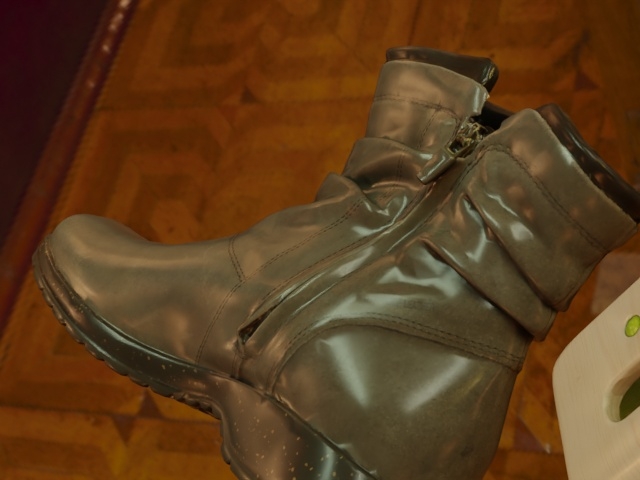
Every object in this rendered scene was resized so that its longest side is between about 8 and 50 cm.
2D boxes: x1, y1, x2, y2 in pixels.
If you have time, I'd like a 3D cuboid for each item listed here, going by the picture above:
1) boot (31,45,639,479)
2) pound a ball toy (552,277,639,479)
[{"bbox_3d":[0.000,0.000,0.468,0.246,0.083,0.161,30,90,45],"label":"boot"},{"bbox_3d":[0.291,0.048,0.576,0.319,0.208,0.136,-50,28,36],"label":"pound a ball toy"}]
